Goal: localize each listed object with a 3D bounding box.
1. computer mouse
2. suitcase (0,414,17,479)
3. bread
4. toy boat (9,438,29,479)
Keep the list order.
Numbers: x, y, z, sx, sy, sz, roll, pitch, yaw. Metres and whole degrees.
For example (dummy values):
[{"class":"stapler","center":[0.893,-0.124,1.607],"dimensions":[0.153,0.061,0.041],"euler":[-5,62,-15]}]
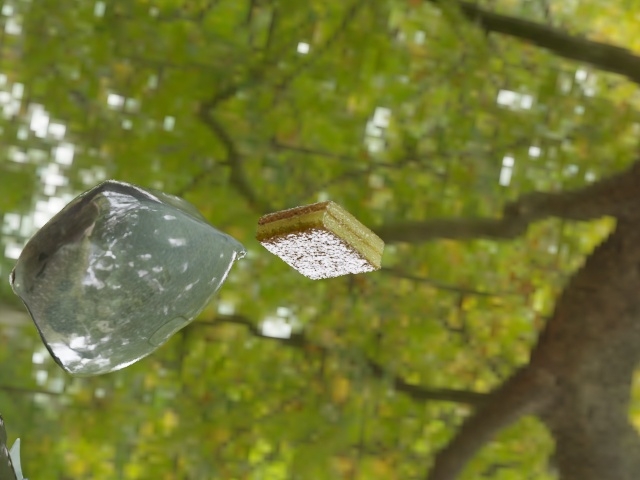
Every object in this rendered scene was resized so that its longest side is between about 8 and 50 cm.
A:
[{"class":"computer mouse","center":[-0.172,0.047,1.778],"dimensions":[0.203,0.374,0.114],"euler":[-42,-102,2]},{"class":"suitcase","center":[-0.446,0.309,2.001],"dimensions":[0.434,0.283,0.194],"euler":[88,16,-55]},{"class":"bread","center":[0.000,0.000,1.816],"dimensions":[0.094,0.090,0.035],"euler":[-11,-126,43]},{"class":"toy boat","center":[-0.414,0.304,2.340],"dimensions":[0.070,0.292,0.210],"euler":[54,-47,40]}]
